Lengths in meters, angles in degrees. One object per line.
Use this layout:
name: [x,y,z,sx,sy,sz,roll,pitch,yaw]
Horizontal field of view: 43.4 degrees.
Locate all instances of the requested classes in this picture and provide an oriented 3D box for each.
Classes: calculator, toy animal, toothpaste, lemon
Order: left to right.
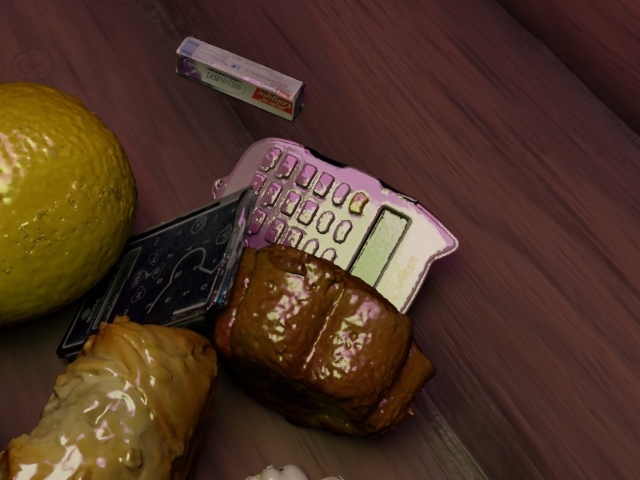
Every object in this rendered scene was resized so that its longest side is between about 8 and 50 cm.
lemon: [-0.344,-0.035,0.863,0.258,0.258,0.310,41,48,22]
calculator: [-0.176,0.038,0.859,0.274,0.028,0.166,-19,43,38]
toothpaste: [-0.116,-0.233,1.153,0.196,0.047,0.040,24,53,12]
toy animal: [-0.047,0.258,0.791,0.124,0.071,0.085,-28,60,-22]
calculator: [0.000,0.000,0.951,0.294,0.043,0.194,28,86,9]

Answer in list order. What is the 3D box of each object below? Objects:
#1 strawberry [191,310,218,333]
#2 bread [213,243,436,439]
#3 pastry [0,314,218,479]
strawberry: [-0.128,0.066,0.928,0.073,0.073,0.083,-6,42,-9]
bread: [0.001,0.103,0.805,0.232,0.247,0.135,23,66,9]
pastry: [-0.196,0.212,0.699,0.161,0.255,0.311,15,49,2]
